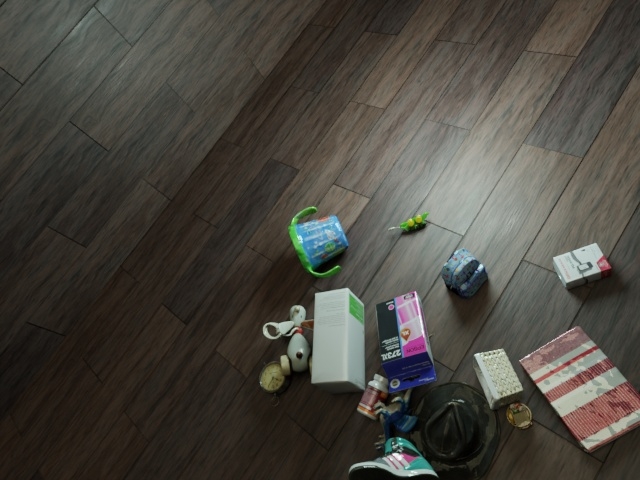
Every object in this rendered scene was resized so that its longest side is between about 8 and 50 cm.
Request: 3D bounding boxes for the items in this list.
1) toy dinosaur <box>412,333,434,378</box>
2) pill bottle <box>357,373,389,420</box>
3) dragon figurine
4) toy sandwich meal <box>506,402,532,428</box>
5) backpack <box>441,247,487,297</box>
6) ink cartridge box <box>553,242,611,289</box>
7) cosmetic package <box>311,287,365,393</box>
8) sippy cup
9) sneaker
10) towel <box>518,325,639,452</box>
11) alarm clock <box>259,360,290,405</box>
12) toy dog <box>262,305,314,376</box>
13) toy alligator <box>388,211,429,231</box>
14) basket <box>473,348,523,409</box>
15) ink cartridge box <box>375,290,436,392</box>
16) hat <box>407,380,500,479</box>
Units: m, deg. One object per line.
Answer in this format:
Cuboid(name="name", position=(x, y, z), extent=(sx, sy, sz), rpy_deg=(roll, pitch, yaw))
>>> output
Cuboid(name="toy dinosaur", position=(0.365, 0.427, 1.772), extent=(0.093, 0.053, 0.183), rpy_deg=(20, 81, 20))
Cuboid(name="pill bottle", position=(0.202, 0.580, 1.736), extent=(0.086, 0.086, 0.152), rpy_deg=(16, 72, 35))
Cuboid(name="dragon figurine", position=(0.283, 0.610, 1.641), extent=(0.289, 0.085, 0.144), rpy_deg=(-40, 95, 4))
Cuboid(name="toy sandwich meal", position=(0.649, 0.572, 1.530), extent=(0.086, 0.029, 0.085), rpy_deg=(-14, 57, 22))
Cuboid(name="backpack", position=(0.540, 0.119, 1.768), extent=(0.158, 0.173, 0.117), rpy_deg=(-46, 51, -4))
Cuboid(name="ink cartridge box", position=(0.917, 0.092, 1.646), extent=(0.151, 0.063, 0.109), rpy_deg=(-22, 54, 15))
Cuboid(name="cosmetic package", position=(0.074, 0.399, 1.845), extent=(0.155, 0.197, 0.365), rpy_deg=(-12, 59, 21))
Cuboid(name="sippy cup", position=(0.000, 0.000, 2.119), extent=(0.224, 0.305, 0.240), rpy_deg=(-23, 9, 3))
Cuboid(name="sneaker", position=(0.219, 0.723, 1.520), extent=(0.178, 0.296, 0.123), rpy_deg=(-127, 49, -74))
Cuboid(name="towel", position=(0.835, 0.465, 1.490), extent=(0.237, 0.037, 0.329), rpy_deg=(-33, 53, 6))
Cuboid(name="alarm clock", position=(-0.189, 0.595, 1.956), extent=(0.129, 0.064, 0.192), rpy_deg=(-17, 53, 20))
Cuboid(name="toy dog", position=(-0.098, 0.405, 1.939), extent=(0.220, 0.161, 0.333), rpy_deg=(-19, 53, -17))
Cuboid(name="toy alligator", position=(0.392, -0.064, 2.039), extent=(0.190, 0.056, 0.051), rpy_deg=(-25, 94, 14))
Cuboid(name="basket", position=(0.593, 0.462, 1.567), extent=(0.103, 0.113, 0.167), rpy_deg=(-16, 52, 3))
Cuboid(name="ink cartridge box", position=(0.305, 0.364, 1.722), extent=(0.176, 0.069, 0.371), rpy_deg=(-22, 39, 19))
Cuboid(name="hat", position=(0.426, 0.624, 1.558), extent=(0.331, 0.134, 0.331), rpy_deg=(-14, 56, 22))
